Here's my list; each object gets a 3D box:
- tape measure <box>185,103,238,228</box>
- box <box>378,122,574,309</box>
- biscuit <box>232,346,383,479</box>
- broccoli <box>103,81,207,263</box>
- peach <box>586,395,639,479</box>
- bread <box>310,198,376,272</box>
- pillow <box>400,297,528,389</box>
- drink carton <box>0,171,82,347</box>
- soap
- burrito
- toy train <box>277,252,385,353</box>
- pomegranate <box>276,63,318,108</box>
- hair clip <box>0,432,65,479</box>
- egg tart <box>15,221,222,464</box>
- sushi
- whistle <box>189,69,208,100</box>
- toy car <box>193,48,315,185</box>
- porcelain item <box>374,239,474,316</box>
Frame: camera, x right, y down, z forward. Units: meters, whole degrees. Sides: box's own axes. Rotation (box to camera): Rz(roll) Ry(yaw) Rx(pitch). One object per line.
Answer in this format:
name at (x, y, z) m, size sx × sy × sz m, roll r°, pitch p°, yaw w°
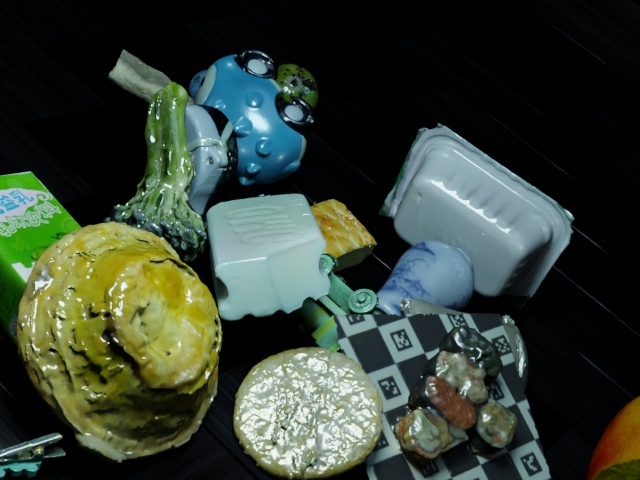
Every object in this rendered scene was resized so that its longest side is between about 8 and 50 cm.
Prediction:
tape measure at (-0.220, -0.140, 1.902) m, size 0.107 × 0.182 × 0.181 m, roll -6°, pitch 44°, yaw -41°
box at (0.264, -0.024, 2.035) m, size 0.336 × 0.264 × 0.106 m, roll 36°, pitch 48°, yaw 13°
biscuit at (-0.016, 0.244, 1.589) m, size 0.219 × 0.033 × 0.220 m, roll 2°, pitch 54°, yaw -3°
broccoli at (-0.250, -0.110, 1.772) m, size 0.164 × 0.145 × 0.304 m, roll 0°, pitch 67°, yaw 5°
peach at (0.564, 0.332, 1.714) m, size 0.242 × 0.380 × 0.306 m, roll 41°, pitch 61°, yaw 17°
bread at (-0.001, 0.000, 1.966) m, size 0.125 × 0.068 × 0.188 m, roll 43°, pitch 36°, yaw 22°
pillow at (0.245, 0.185, 1.831) m, size 0.255 × 0.059 × 0.169 m, roll 13°, pitch 70°, yaw -30°
drink carton at (-0.420, 0.029, 1.592) m, size 0.271 × 0.108 × 0.161 m, roll 44°, pitch 34°, yaw 25°
soap at (-0.084, 0.017, 1.722) m, size 0.172 × 0.095 × 0.289 m, roll -7°, pitch 20°, yaw -6°
burrito at (-0.318, -0.291, 2.142) m, size 0.226 × 0.060 × 0.087 m, roll 35°, pitch 34°, yaw 11°
toy train at (0.012, 0.111, 1.790) m, size 0.132 × 0.083 × 0.200 m, roll -40°, pitch 51°, yaw -13°
pomegranate at (-0.068, -0.302, 2.310) m, size 0.122 × 0.122 × 0.161 m, roll 23°, pitch -4°, yaw -8°
hair clip at (-0.389, 0.270, 1.345) m, size 0.172 × 0.049 × 0.049 m, roll -5°, pitch 45°, yaw -33°
egg tart at (-0.234, 0.122, 1.476) m, size 0.341 × 0.129 × 0.341 m, roll 29°, pitch 51°, yaw -43°
sushi at (0.208, 0.239, 1.684) m, size 0.339 × 0.069 × 0.320 m, roll 3°, pitch 61°, yaw -30°
whistle at (-0.211, -0.302, 2.215) m, size 0.090 × 0.090 × 0.158 m, roll 31°, pitch 34°, yaw 6°
toy car at (-0.145, -0.215, 2.050) m, size 0.190 × 0.188 × 0.255 m, roll -23°, pitch 70°, yaw -40°
porcelain item at (0.171, 0.088, 1.920) m, size 0.141 × 0.141 × 0.259 m, roll 39°, pitch 42°, yaw 16°
